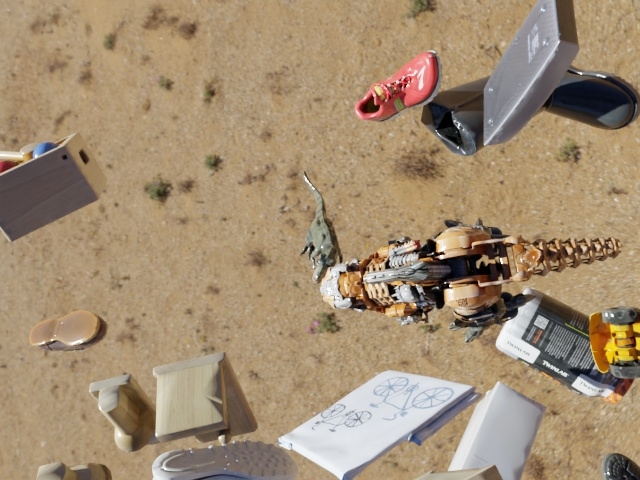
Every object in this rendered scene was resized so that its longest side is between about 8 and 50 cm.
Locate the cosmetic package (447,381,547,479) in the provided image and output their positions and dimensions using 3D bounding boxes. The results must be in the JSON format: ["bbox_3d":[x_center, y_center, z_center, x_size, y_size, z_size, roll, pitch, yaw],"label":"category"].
[{"bbox_3d":[0.458,0.611,1.540,0.156,0.217,0.385,30,61,14],"label":"cosmetic package"}]

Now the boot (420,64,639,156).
[{"bbox_3d":[0.541,-0.336,1.463,0.367,0.445,0.146,42,145,43],"label":"boot"}]

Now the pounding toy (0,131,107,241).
[{"bbox_3d":[-0.345,-0.080,0.674,0.100,0.130,0.141,65,174,-23],"label":"pounding toy"}]

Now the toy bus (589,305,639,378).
[{"bbox_3d":[0.746,0.213,1.235,0.220,0.211,0.150,-11,85,48],"label":"toy bus"}]

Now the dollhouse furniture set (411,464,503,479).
[{"bbox_3d":[0.124,0.441,0.598,0.198,0.286,0.303,111,138,-64],"label":"dollhouse furniture set"}]

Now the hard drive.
[{"bbox_3d":[0.366,-0.299,0.991,0.255,0.054,0.172,113,169,-59],"label":"hard drive"}]

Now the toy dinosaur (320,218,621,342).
[{"bbox_3d":[0.168,0.048,0.670,0.321,0.218,0.165,12,89,28],"label":"toy dinosaur"}]

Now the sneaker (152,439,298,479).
[{"bbox_3d":[-0.154,0.393,0.912,0.090,0.235,0.095,-127,39,-74],"label":"sneaker"}]

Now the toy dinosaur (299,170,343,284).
[{"bbox_3d":[0.000,0.000,0.941,0.268,0.064,0.118,-104,12,-52],"label":"toy dinosaur"}]

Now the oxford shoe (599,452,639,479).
[{"bbox_3d":[0.506,0.447,0.909,0.227,0.082,0.096,62,162,-1],"label":"oxford shoe"}]

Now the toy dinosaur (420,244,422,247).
[{"bbox_3d":[0.289,0.039,1.398,0.082,0.090,0.047,-11,46,3],"label":"toy dinosaur"}]

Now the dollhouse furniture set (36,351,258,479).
[{"bbox_3d":[-0.124,0.196,0.425,0.144,0.123,0.151,-12,46,-1],"label":"dollhouse furniture set"}]

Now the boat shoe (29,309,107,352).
[{"bbox_3d":[-0.492,0.187,1.125,0.206,0.073,0.073,-8,59,32],"label":"boat shoe"}]

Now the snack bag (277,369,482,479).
[{"bbox_3d":[0.112,0.375,1.167,0.323,0.342,0.037,-11,102,62],"label":"snack bag"}]

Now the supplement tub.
[{"bbox_3d":[0.685,0.294,1.557,0.338,0.207,0.207,29,105,19],"label":"supplement tub"}]

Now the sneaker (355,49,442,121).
[{"bbox_3d":[0.186,-0.363,1.375,0.279,0.118,0.107,-31,75,54],"label":"sneaker"}]
